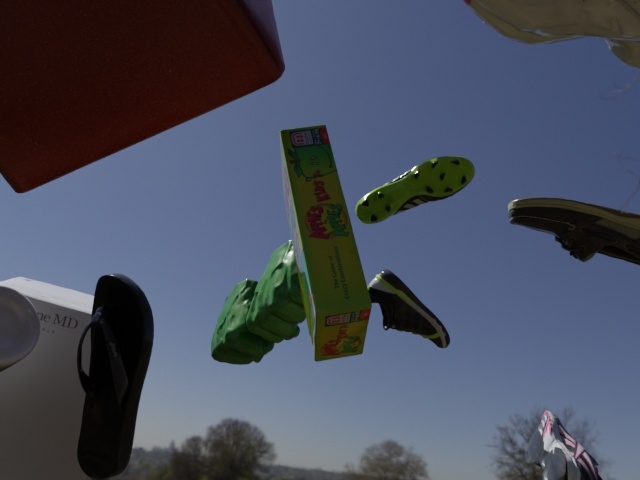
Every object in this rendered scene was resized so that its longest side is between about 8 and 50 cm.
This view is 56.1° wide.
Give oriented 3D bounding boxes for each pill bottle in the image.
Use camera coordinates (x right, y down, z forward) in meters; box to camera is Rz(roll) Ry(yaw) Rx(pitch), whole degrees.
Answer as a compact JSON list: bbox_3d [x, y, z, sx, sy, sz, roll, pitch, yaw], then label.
[{"bbox_3d":[-0.411,0.121,0.694,0.169,0.094,0.094,-27,-40,30],"label":"pill bottle"}]

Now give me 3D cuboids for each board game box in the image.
[{"bbox_3d":[0.000,0.000,0.516,0.043,0.181,0.092,-9,-32,-6],"label":"board game box"}]

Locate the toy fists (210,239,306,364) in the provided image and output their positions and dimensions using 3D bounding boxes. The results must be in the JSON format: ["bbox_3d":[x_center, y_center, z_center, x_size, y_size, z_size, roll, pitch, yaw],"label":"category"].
[{"bbox_3d":[-0.093,0.121,0.999,0.096,0.142,0.279,36,-47,-18],"label":"toy fists"}]

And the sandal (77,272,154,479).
[{"bbox_3d":[-0.264,0.166,0.747,0.097,0.255,0.054,-3,-10,29],"label":"sandal"}]

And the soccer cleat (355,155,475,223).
[{"bbox_3d":[0.132,-0.074,0.865,0.178,0.060,0.072,-23,4,5],"label":"soccer cleat"}]

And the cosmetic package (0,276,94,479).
[{"bbox_3d":[-0.431,0.267,0.910,0.217,0.385,0.156,16,0,-10],"label":"cosmetic package"}]

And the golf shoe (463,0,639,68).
[{"bbox_3d":[0.268,-0.229,0.526,0.306,0.115,0.140,6,1,-17],"label":"golf shoe"}]

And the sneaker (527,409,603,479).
[{"bbox_3d":[0.356,0.317,0.867,0.077,0.072,0.178,24,18,3],"label":"sneaker"}]

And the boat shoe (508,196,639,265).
[{"bbox_3d":[0.366,-0.007,0.815,0.223,0.073,0.080,11,-7,8],"label":"boat shoe"}]

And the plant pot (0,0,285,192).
[{"bbox_3d":[-0.209,-0.248,0.520,0.267,0.267,0.236,-21,-46,9],"label":"plant pot"}]

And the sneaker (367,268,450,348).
[{"bbox_3d":[0.175,0.161,1.281,0.235,0.097,0.084,46,-2,-14],"label":"sneaker"}]
